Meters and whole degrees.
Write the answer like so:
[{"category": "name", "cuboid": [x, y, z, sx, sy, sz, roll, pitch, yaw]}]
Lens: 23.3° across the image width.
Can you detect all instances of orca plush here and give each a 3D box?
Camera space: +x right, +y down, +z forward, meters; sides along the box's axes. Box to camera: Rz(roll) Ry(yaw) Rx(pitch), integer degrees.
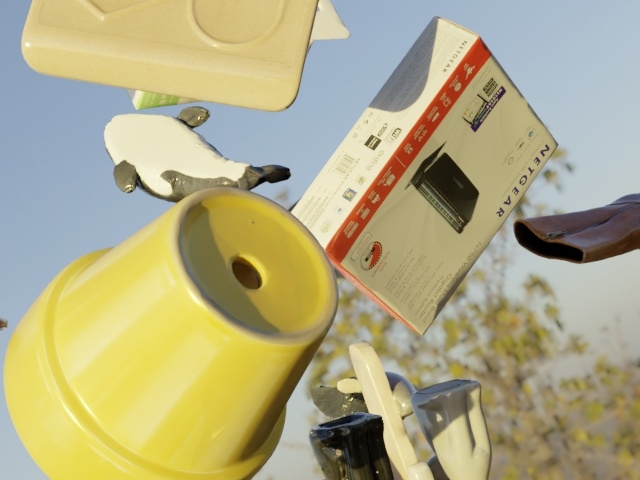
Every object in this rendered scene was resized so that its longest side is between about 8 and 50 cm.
[{"category": "orca plush", "cuboid": [-0.158, -0.087, 1.989, 0.287, 0.102, 0.151, 6, 53, 31]}]

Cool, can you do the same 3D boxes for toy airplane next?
[{"category": "toy airplane", "cuboid": [0.140, 0.380, 2.257, 0.272, 0.384, 0.386, -22, -40, -37]}]

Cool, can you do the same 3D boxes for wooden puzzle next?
[{"category": "wooden puzzle", "cuboid": [-0.151, -0.327, 1.806, 0.322, 0.348, 0.080, 10, -17, 6]}]

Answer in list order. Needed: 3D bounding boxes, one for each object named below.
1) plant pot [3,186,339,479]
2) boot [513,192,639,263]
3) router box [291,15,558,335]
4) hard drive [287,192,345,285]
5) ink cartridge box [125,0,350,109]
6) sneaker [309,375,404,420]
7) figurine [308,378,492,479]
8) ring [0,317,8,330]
[{"category": "plant pot", "cuboid": [-0.115, 0.085, 1.351, 0.254, 0.254, 0.239, -20, -21, -46]}, {"category": "boot", "cuboid": [0.444, -0.012, 2.080, 0.280, 0.096, 0.264, -8, 23, -37]}, {"category": "router box", "cuboid": [0.143, -0.079, 2.052, 0.335, 0.082, 0.301, -55, -38, -4]}, {"category": "hard drive", "cuboid": [0.000, 0.000, 2.273, 0.094, 0.135, 0.022, -43, 20, -15]}, {"category": "ink cartridge box", "cuboid": [-0.155, -0.332, 2.437, 0.353, 0.207, 0.119, -10, -34, -30]}, {"category": "sneaker", "cuboid": [0.056, 0.250, 2.394, 0.051, 0.089, 0.170, 2, -17, -45]}, {"category": "figurine", "cuboid": [0.112, 0.273, 1.667, 0.215, 0.209, 0.092, -16, 1, -29]}, {"category": "ring", "cuboid": [-0.493, 0.088, 1.600, 0.336, 0.032, 0.336, 2, -8, 0]}]
